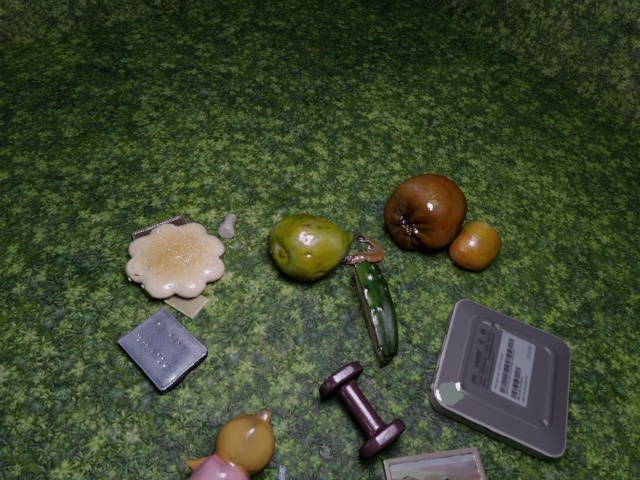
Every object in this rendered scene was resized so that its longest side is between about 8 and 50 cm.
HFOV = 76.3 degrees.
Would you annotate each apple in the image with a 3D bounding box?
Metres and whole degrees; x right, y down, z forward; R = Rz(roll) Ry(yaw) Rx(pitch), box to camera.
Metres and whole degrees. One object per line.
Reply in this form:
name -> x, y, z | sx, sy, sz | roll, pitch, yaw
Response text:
apple -> 0.542, 0.020, 1.422 | 0.155, 0.182, 0.182 | 39, 57, 3

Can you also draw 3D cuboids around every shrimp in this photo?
shrimp -> 0.138, 0.033, 1.444 | 0.178, 0.034, 0.124 | -8, 52, -15

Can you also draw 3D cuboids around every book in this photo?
book -> -0.417, 0.187, 1.266 | 0.111, 0.014, 0.077 | 28, 55, 12

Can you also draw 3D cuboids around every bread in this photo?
bread -> -0.461, 0.056, 1.310 | 0.316, 0.054, 0.316 | 6, 50, -7

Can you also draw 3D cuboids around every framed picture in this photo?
framed picture -> -0.495, 0.031, 1.365 | 0.189, 0.023, 0.260 | -28, 62, -25
framed picture -> 0.303, 0.641, 1.028 | 0.265, 0.018, 0.192 | -3, 55, -10

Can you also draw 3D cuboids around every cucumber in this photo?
cucumber -> 0.183, 0.215, 1.259 | 0.105, 0.145, 0.325 | -9, 60, -6

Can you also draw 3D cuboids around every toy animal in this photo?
toy animal -> -0.207, 0.523, 0.951 | 0.195, 0.169, 0.281 | 31, 56, 11

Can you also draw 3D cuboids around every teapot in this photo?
teapot -> -0.327, -0.052, 1.435 | 0.067, 0.057, 0.083 | -11, 44, 20

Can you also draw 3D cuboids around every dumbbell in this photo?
dumbbell -> 0.107, 0.445, 1.078 | 0.140, 0.124, 0.225 | -25, 61, -24

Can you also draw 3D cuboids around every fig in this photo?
fig -> -0.007, -0.002, 1.327 | 0.314, 0.233, 0.233 | -28, 62, -15

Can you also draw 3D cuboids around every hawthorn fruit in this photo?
hawthorn fruit -> 0.386, -0.109, 1.440 | 0.268, 0.267, 0.301 | 40, 54, 20

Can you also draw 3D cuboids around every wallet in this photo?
wallet -> -0.446, 0.306, 1.161 | 0.222, 0.036, 0.167 | 38, 58, 20

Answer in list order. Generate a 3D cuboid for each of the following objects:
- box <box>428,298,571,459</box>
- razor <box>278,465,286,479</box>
box -> 0.532, 0.388, 1.200 | 0.373, 0.090, 0.367 | 23, 53, 8
razor -> -0.096, 0.649, 0.963 | 0.084, 0.036, 0.211 | 20, 43, -23
